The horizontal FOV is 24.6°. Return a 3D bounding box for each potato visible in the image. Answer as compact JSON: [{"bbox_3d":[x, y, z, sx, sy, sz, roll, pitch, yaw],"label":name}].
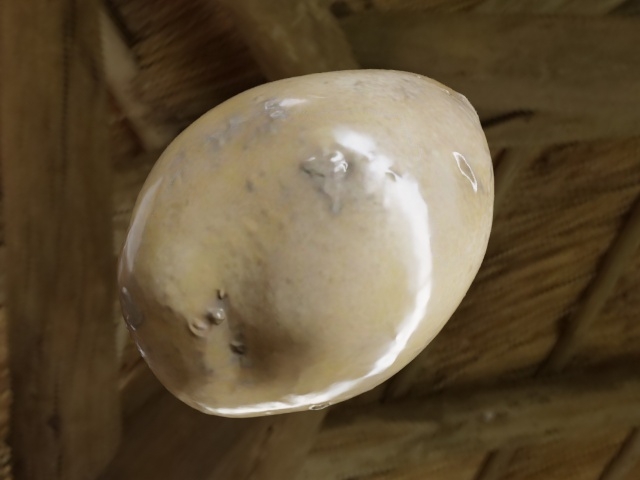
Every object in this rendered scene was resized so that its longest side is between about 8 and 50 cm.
[{"bbox_3d":[-0.002,0.002,0.518,0.147,0.112,0.112,-37,-78,8],"label":"potato"}]
